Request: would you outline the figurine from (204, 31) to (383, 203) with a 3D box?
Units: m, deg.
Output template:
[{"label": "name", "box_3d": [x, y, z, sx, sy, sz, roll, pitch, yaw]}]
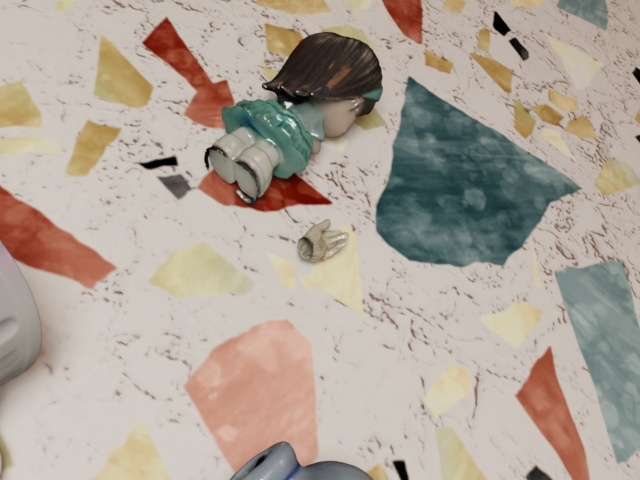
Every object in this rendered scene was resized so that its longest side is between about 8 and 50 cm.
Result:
[{"label": "figurine", "box_3d": [-0.031, -0.154, 0.756, 0.137, 0.110, 0.245, 32, 59, 19]}]

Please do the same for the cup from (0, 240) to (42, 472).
[{"label": "cup", "box_3d": [-0.301, 0.094, 0.431, 0.221, 0.167, 0.202, 47, 41, -1]}]

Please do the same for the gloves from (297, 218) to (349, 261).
[{"label": "gloves", "box_3d": [-0.001, 0.000, 0.715, 0.081, 0.037, 0.044, -11, 92, -39]}]

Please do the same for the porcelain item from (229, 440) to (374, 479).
[{"label": "porcelain item", "box_3d": [0.025, 0.278, 0.510, 0.141, 0.141, 0.259, -38, 89, -35]}]
